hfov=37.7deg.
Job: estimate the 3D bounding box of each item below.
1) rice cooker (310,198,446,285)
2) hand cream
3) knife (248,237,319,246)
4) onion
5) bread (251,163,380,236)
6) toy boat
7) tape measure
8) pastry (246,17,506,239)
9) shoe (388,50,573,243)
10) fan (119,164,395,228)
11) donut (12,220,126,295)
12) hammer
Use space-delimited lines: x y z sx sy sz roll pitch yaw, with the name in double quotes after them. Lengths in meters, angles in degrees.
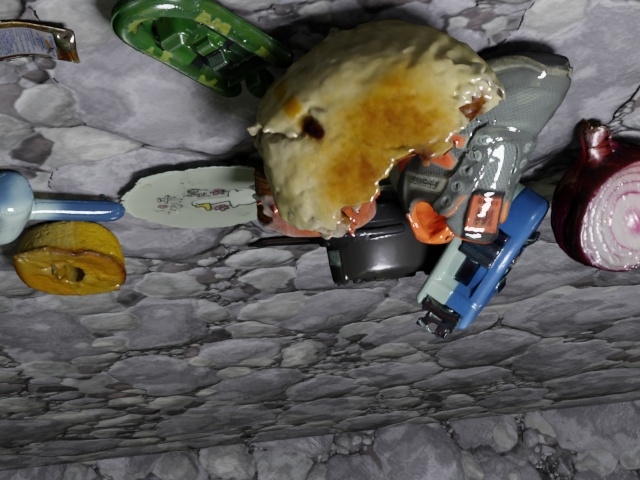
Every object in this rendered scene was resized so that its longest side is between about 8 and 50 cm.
0.088 0.000 1.354 0.202 0.119 0.142 -5 178 -21 "rice cooker"
-0.323 -0.188 0.926 0.163 0.039 0.062 -8 156 -12 "hand cream"
0.000 0.000 1.477 0.230 0.028 0.060 -5 169 0 "knife"
0.390 -0.075 1.281 0.195 0.140 0.218 -32 111 2 "onion"
-0.007 -0.058 1.160 0.160 0.073 0.160 0 -160 0 "bread"
-0.118 -0.197 0.935 0.104 0.052 0.210 -19 156 33 "toy boat"
0.264 0.001 1.400 0.215 0.097 0.351 -62 168 25 "tape measure"
0.046 -0.140 0.969 0.256 0.170 0.237 -32 -167 14 "pastry"
0.188 -0.086 1.132 0.132 0.171 0.336 4 155 -23 "shoe"
-0.069 -0.065 1.311 0.414 0.012 0.233 -4 163 -8 "fan"
-0.365 0.025 1.376 0.162 0.066 0.178 5 156 -16 "donut"
-0.351 -0.040 1.226 0.193 0.070 0.116 0 155 -28 "hammer"
